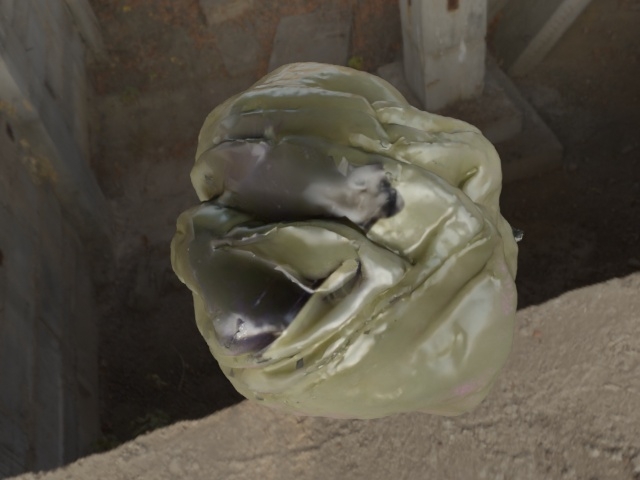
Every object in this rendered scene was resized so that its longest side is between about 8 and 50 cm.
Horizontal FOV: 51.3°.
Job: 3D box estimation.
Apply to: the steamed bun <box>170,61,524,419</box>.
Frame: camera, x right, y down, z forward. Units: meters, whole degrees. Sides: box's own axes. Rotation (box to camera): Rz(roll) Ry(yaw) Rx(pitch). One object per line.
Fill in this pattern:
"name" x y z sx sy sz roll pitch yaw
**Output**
"steamed bun" 0.000 0.000 0.533 0.320 0.206 0.275 42 109 33
